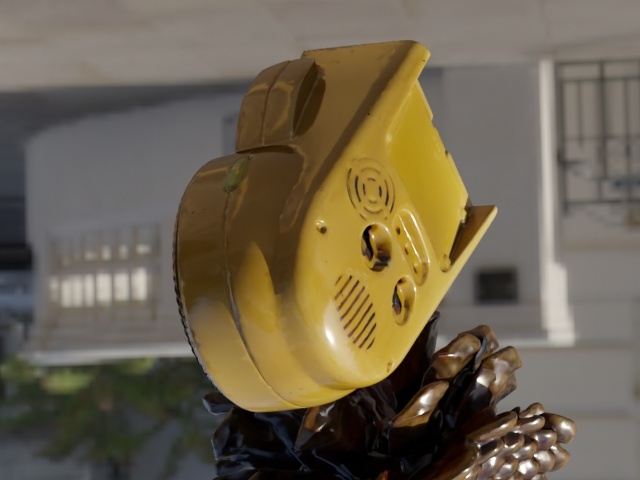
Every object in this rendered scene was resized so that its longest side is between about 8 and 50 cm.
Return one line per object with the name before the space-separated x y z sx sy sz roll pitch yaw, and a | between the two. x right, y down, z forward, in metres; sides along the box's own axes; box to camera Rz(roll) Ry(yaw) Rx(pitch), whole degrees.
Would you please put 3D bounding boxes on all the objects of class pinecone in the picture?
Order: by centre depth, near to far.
pinecone | 0.033 0.214 1.836 0.384 0.384 0.384 -1 177 0

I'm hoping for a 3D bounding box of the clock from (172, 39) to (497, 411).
clock | 0.000 0.000 1.623 0.200 0.244 0.317 -10 -147 31
